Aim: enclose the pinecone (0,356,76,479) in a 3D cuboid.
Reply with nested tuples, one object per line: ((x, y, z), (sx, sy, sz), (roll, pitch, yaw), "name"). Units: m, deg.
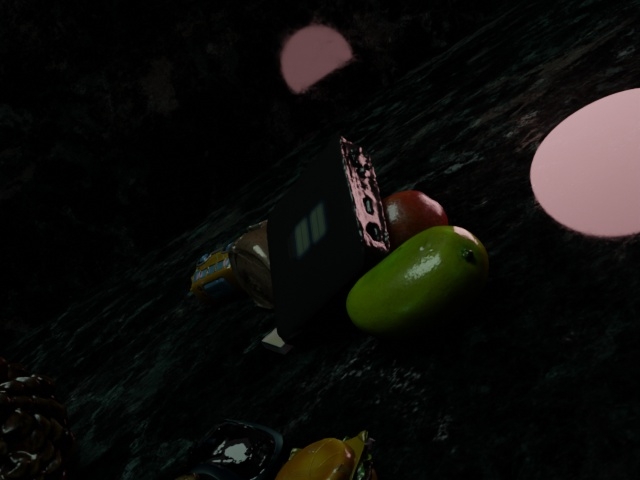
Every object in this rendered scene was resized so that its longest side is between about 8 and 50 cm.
((-0.760, 0.454, 1.650), (0.397, 0.398, 0.398), (-31, 17, 11), "pinecone")

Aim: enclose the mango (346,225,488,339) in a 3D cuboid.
((0.171, 0.086, 1.298), (0.273, 0.149, 0.185), (-36, 24, 14), "mango")

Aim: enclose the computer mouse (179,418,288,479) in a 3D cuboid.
((-0.158, 0.366, 1.241), (0.233, 0.096, 0.137), (-18, 24, 41), "computer mouse")

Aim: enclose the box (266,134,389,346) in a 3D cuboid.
((0.000, 0.000, 1.556), (0.350, 0.091, 0.359), (-47, 38, 38), "box")

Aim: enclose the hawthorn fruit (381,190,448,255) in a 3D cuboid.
((0.177, -0.022, 1.532), (0.172, 0.173, 0.173), (-31, 17, 11), "hawthorn fruit")

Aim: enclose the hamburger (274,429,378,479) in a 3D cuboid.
((0.005, 0.344, 1.000), (0.164, 0.093, 0.189), (-20, 21, 46), "hamburger")

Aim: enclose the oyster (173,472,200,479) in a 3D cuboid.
((-0.302, 0.474, 1.165), (0.337, 0.133, 0.198), (-29, 25, 32), "oyster")

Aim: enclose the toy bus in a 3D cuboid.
((-0.277, 0.103, 2.136), (0.209, 0.126, 0.136), (-24, 28, 31), "toy bus")

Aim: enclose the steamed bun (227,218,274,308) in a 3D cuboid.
((-0.106, 0.029, 1.876), (0.251, 0.199, 0.301), (-41, 18, -22), "steamed bun")

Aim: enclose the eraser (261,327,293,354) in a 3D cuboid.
((-0.054, 0.189, 1.647), (0.150, 0.023, 0.104), (-41, 18, -22), "eraser")
